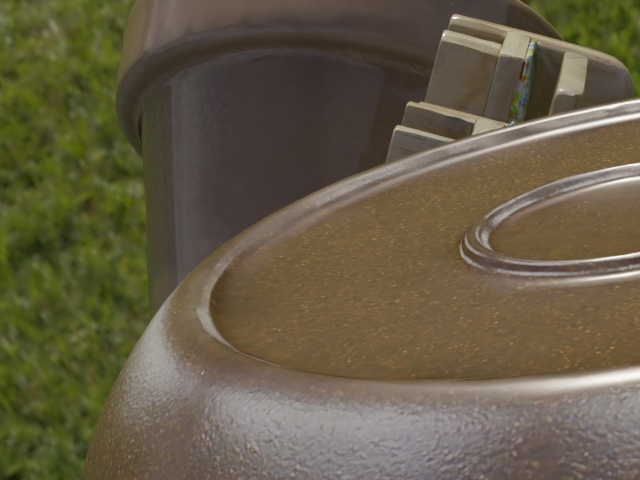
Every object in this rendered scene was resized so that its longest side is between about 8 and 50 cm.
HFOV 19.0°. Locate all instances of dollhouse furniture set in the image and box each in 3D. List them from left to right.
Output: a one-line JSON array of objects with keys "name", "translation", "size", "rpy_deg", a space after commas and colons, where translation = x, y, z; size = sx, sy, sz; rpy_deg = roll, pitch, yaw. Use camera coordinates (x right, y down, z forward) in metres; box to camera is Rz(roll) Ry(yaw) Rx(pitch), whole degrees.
[{"name": "dollhouse furniture set", "translation": [0.096, 0.049, 0.806], "size": [0.161, 0.242, 0.212], "rpy_deg": [15, 19, 5]}]

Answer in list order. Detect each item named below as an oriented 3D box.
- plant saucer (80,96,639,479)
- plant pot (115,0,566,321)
[{"name": "plant saucer", "translation": [0.083, 0.012, 0.494], "size": [0.311, 0.050, 0.310], "rpy_deg": [-11, 16, 3]}, {"name": "plant pot", "translation": [0.000, 0.000, 1.044], "size": [0.263, 0.263, 0.229], "rpy_deg": [-1, 64, 25]}]
